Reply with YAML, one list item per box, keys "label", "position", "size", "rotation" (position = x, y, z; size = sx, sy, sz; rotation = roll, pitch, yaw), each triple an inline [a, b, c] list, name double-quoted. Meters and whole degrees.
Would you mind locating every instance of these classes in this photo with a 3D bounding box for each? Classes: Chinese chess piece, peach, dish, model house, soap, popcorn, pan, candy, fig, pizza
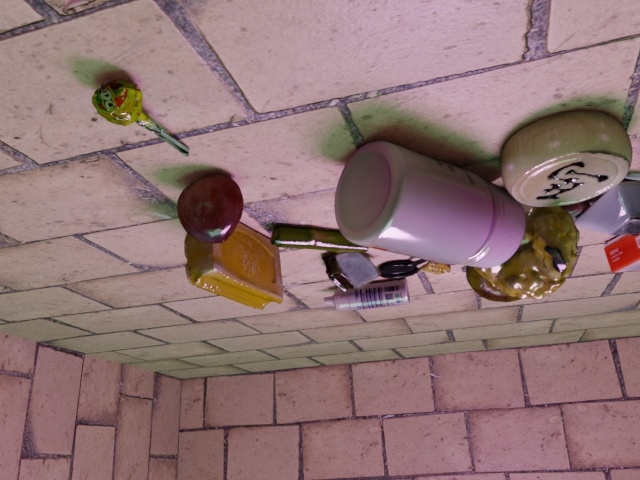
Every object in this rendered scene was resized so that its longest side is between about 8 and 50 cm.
- label: "Chinese chess piece"
  position: [0.498, -0.161, 1.177]
  size: [0.251, 0.101, 0.250]
  rotation: [-2, 157, -1]
- label: "peach"
  position: [-0.235, -0.062, 1.281]
  size: [0.152, 0.152, 0.152]
  rotation: [-2, 158, -1]
- label: "dish"
  position: [0.783, -0.067, 1.407]
  size: [0.243, 0.080, 0.182]
  rotation: [-3, 152, -14]
- label: "model house"
  position: [0.072, 0.091, 1.785]
  size: [0.165, 0.106, 0.152]
  rotation: [48, 150, -17]
- label: "soap"
  position: [-0.219, 0.051, 1.503]
  size: [0.091, 0.199, 0.315]
  rotation: [-20, 151, 23]
- label: "popcorn"
  position: [0.497, 0.004, 1.404]
  size: [0.237, 0.293, 0.293]
  rotation: [-38, 177, -31]
- label: "pan"
  position: [0.278, 0.080, 1.846]
  size: [0.136, 0.028, 0.235]
  rotation: [8, 159, -27]
- label: "candy"
  position: [-0.308, -0.209, 1.036]
  size: [0.077, 0.073, 0.262]
  rotation: [10, 170, 20]
- label: "fig"
  position: [0.542, 0.074, 1.695]
  size: [0.203, 0.203, 0.225]
  rotation: [-24, -168, 42]
- label: "candy"
  position: [0.642, -0.075, 1.482]
  size: [0.103, 0.043, 0.103]
  rotation: [-5, 158, -2]
- label: "pizza"
  position: [0.374, 0.097, 1.905]
  size: [0.109, 0.026, 0.123]
  rotation: [-14, 156, 32]

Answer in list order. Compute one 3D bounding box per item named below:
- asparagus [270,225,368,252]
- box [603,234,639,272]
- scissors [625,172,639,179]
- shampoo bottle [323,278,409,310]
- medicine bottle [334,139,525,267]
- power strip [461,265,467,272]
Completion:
- label: "asparagus"
  position: [0.000, -0.002, 1.576]
  size: [0.278, 0.060, 0.067]
  rotation: [6, 137, -20]
- label: "box"
  position: [0.949, 0.020, 1.685]
  size: [0.133, 0.099, 0.182]
  rotation: [0, 157, -13]
- label: "scissors"
  position: [0.730, -0.141, 1.248]
  size: [0.248, 0.017, 0.144]
  rotation: [15, 113, -41]
- label: "shampoo bottle"
  position: [0.161, 0.199, 2.048]
  size: [0.304, 0.092, 0.092]
  rotation: [-9, 157, 14]
- label: "medicine bottle"
  position: [0.241, -0.064, 1.233]
  size: [0.389, 0.219, 0.219]
  rotation: [11, 154, -32]
- label: "power strip"
  position: [0.502, 0.088, 1.908]
  size: [0.027, 0.017, 0.083]
  rotation: [7, 158, -27]
